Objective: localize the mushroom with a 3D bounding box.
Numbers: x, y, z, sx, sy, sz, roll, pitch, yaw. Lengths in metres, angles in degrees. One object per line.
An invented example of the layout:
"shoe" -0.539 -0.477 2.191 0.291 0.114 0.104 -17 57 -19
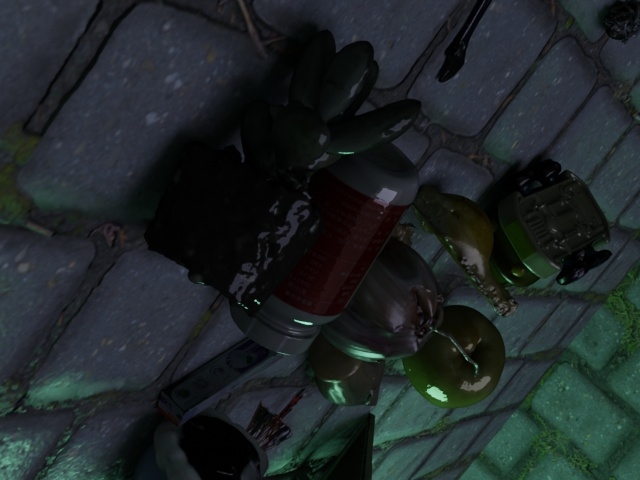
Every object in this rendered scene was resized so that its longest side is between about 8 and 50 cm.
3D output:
"mushroom" 0.042 0.207 1.639 0.108 0.096 0.247 -25 156 9

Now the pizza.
"pizza" 0.221 0.006 1.516 0.080 0.204 0.188 -38 152 2

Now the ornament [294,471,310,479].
"ornament" -0.050 0.480 1.979 0.092 0.041 0.068 -58 -178 -8

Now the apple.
"apple" 0.239 0.212 1.897 0.200 0.200 0.200 -40 156 -21

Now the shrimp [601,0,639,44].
"shrimp" 0.457 -0.330 1.582 0.065 0.057 0.165 -42 173 27

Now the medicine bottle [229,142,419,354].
"medicine bottle" 0.000 0.000 1.169 0.131 0.131 0.250 -12 137 -56

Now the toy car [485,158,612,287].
"toy car" 0.356 -0.004 1.805 0.247 0.204 0.198 -21 169 -46

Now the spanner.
"spanner" 0.193 -0.275 1.239 0.046 0.012 0.209 -15 139 -55

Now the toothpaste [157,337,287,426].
"toothpaste" -0.117 0.170 1.341 0.196 0.047 0.040 -30 148 -38

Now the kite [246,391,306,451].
"kite" -0.086 0.306 1.668 0.189 0.009 0.232 -46 158 -5

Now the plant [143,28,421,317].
"plant" -0.039 -0.071 0.979 0.275 0.146 0.149 -50 177 0

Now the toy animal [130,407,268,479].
"toy animal" -0.173 0.325 1.343 0.204 0.156 0.208 -56 174 20

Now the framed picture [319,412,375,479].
"framed picture" 0.025 0.489 1.954 0.247 0.022 0.335 -56 -174 17

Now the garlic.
"garlic" 0.116 0.077 1.437 0.207 0.256 0.207 -161 -90 -75
